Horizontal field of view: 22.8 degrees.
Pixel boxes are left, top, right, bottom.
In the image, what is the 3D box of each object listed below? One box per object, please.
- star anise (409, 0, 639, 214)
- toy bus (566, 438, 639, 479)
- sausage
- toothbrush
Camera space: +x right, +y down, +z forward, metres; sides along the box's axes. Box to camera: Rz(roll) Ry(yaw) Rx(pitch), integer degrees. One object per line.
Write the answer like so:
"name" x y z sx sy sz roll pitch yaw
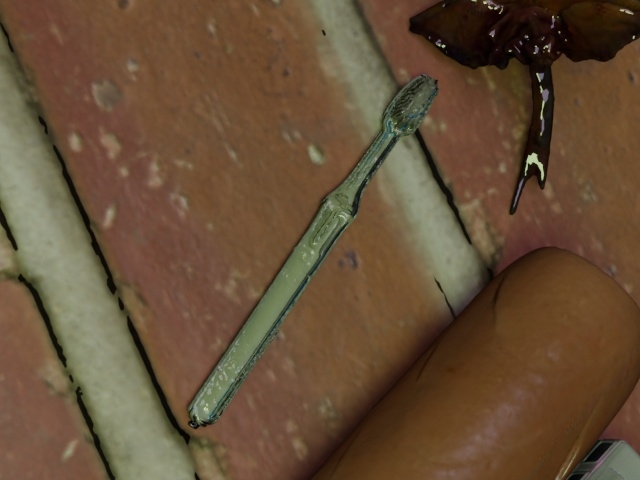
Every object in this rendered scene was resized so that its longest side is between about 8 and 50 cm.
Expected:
"star anise" 0.160 -0.117 1.106 0.140 0.158 0.144 -28 121 -15
"toy bus" 0.162 0.184 1.021 0.123 0.075 0.060 -42 93 -24
"sausage" 0.083 0.136 0.980 0.121 0.121 0.304 46 65 -4
"toothbrush" -0.002 0.002 1.037 0.026 0.028 0.294 37 72 -7
